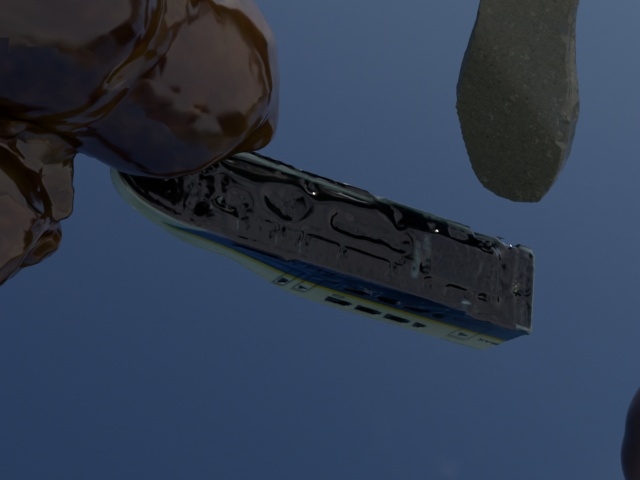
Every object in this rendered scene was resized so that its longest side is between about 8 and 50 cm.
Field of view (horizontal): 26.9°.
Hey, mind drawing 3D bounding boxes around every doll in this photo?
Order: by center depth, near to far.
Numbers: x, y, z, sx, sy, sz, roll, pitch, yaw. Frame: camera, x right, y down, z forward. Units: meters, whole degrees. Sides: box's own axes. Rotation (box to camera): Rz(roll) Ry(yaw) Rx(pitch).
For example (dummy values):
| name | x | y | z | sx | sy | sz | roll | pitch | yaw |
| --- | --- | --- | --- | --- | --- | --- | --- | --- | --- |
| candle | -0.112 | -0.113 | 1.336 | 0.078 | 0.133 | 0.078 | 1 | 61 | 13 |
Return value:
| name | x | y | z | sx | sy | sz | roll | pitch | yaw |
| --- | --- | --- | --- | --- | --- | --- | --- | --- | --- |
| doll | 0.332 | 0.166 | 1.236 | 0.096 | 0.145 | 0.188 | 13 | -138 | 13 |

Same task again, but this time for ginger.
| name | x | y | z | sx | sy | sz | roll | pitch | yaw |
| --- | --- | --- | --- | --- | --- | --- | --- | --- | --- |
| ginger | -0.188 | -0.125 | 0.437 | 0.254 | 0.176 | 0.418 | -28 | -42 | 2 |

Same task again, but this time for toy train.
| name | x | y | z | sx | sy | sz | roll | pitch | yaw |
| --- | --- | --- | --- | --- | --- | --- | --- | --- | --- |
| toy train | 0.000 | 0.000 | 0.656 | 0.234 | 0.051 | 0.052 | 17 | -118 | -25 |

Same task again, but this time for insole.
| name | x | y | z | sx | sy | sz | roll | pitch | yaw |
| --- | --- | --- | --- | --- | --- | --- | --- | --- | --- |
| insole | 0.099 | -0.093 | 0.652 | 0.063 | 0.192 | 0.010 | 14 | -134 | 14 |
